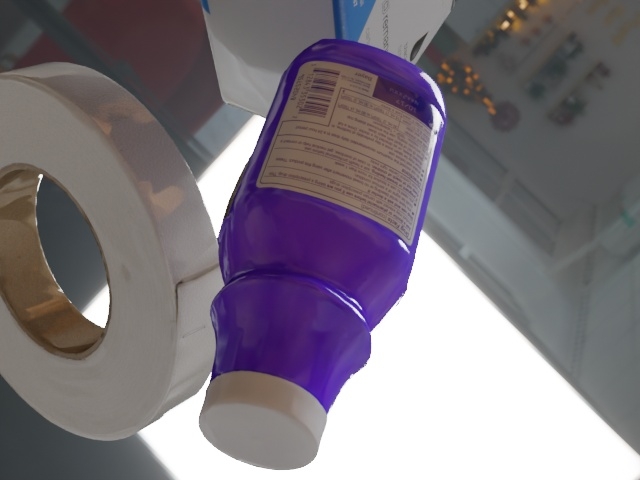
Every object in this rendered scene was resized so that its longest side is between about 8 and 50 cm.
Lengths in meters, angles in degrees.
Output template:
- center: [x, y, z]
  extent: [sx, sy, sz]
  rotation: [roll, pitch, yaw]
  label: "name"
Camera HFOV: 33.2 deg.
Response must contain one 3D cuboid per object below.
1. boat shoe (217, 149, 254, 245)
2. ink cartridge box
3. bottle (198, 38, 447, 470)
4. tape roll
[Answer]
- center: [-0.048, 0.012, 1.224]
  extent: [0.342, 0.123, 0.123]
  rotation: [-66, -157, 17]
  label: "boat shoe"
- center: [0.053, -0.334, 1.050]
  extent: [0.395, 0.166, 0.285]
  rotation: [-57, 158, -27]
  label: "ink cartridge box"
- center: [0.000, 0.000, 0.647]
  extent: [0.092, 0.118, 0.283]
  rotation: [115, -7, -50]
  label: "bottle"
- center: [-0.256, 0.014, 1.095]
  extent: [0.072, 0.392, 0.392]
  rotation: [-25, 162, -47]
  label: "tape roll"
